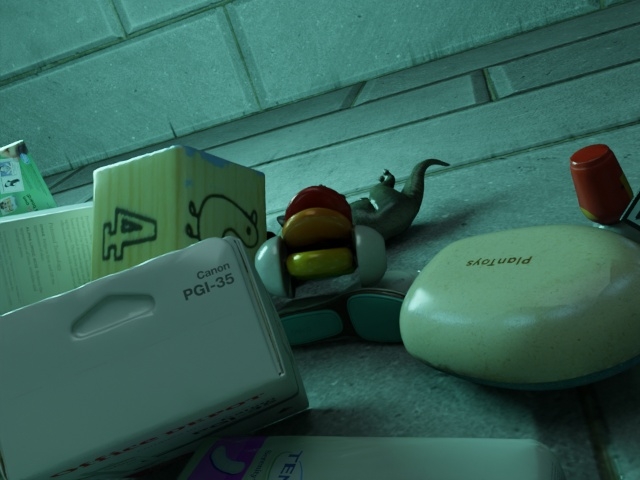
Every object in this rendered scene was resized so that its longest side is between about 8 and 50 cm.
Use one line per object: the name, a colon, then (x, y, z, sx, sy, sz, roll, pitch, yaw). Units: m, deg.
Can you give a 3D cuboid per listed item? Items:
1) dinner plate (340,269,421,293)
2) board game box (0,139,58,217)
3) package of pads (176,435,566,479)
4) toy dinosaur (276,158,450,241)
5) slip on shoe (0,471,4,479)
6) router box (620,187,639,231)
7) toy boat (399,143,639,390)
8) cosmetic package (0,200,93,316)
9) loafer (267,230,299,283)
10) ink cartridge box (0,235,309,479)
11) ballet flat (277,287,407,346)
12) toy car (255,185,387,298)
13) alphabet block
dinner plate: (0.081, 0.070, 0.864, 0.141, 0.017, 0.141, -16, 21, 6)
board game box: (-0.568, 0.007, 1.165, 0.213, 0.317, 0.046, -30, 21, -27)
package of pads: (0.004, 0.232, 0.410, 0.296, 0.101, 0.229, -8, 25, 27)
toy dinosaur: (0.079, -0.038, 1.040, 0.313, 0.121, 0.160, -15, 34, -11)
slip on shoe: (-0.278, 0.148, 0.734, 0.101, 0.123, 0.331, 9, 24, 23)
router box: (0.452, -0.052, 0.582, 0.243, 0.081, 0.308, 35, 49, 23)
toy boat: (0.248, 0.039, 0.652, 0.267, 0.148, 0.318, -2, 34, 50)
cosmetic package: (-0.404, 0.013, 1.101, 0.384, 0.156, 0.217, -17, 13, -39)
loafer: (-0.094, 0.015, 1.062, 0.080, 0.078, 0.220, -32, 24, -29)
ink cartridge box: (-0.130, 0.122, 0.571, 0.207, 0.117, 0.283, -21, -18, -4)
ballet flat: (0.039, 0.086, 0.785, 0.213, 0.072, 0.068, -9, 19, 26)
toy car: (0.000, 0.000, 0.824, 0.159, 0.136, 0.182, -8, -7, 4)
alphabet block: (-0.206, -0.008, 0.950, 0.193, 0.197, 0.192, -10, -13, 34)
